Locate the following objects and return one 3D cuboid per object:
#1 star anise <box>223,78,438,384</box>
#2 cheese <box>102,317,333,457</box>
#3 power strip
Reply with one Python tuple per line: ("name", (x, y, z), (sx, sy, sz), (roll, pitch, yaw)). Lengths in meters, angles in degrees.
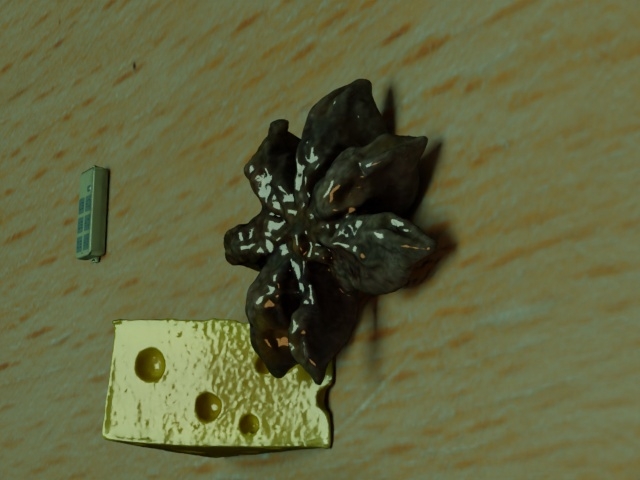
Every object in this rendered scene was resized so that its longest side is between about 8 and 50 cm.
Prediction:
("star anise", (-0.002, -0.015, 1.337), (0.212, 0.073, 0.197), (-53, 42, 33))
("cheese", (-0.054, 0.107, 1.432), (0.171, 0.126, 0.093), (-6, 75, 40))
("power strip", (-0.210, -0.025, 1.820), (0.040, 0.016, 0.090), (-16, 70, 62))
